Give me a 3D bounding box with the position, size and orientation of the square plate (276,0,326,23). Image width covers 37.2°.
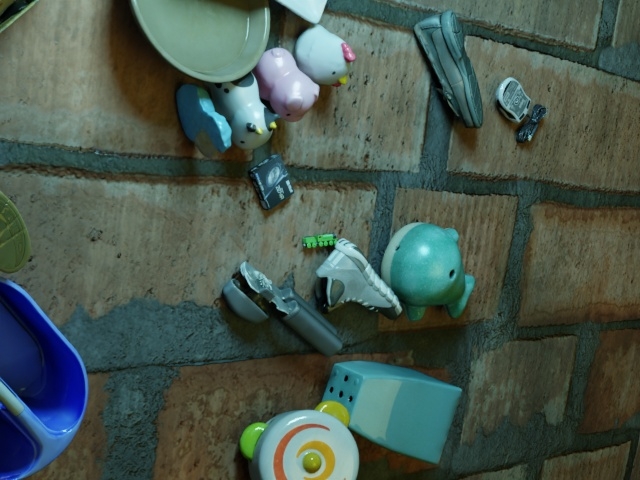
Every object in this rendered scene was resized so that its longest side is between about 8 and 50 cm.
[{"bbox_3d":[-0.058,-0.569,1.543,0.347,0.049,0.343,14,97,-55],"label":"square plate"}]

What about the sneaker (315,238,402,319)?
[{"bbox_3d":[0.060,0.110,1.878,0.132,0.086,0.228,-45,124,-10],"label":"sneaker"}]

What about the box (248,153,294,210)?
[{"bbox_3d":[-0.089,-0.106,1.730,0.067,0.018,0.083,-36,121,-28],"label":"box"}]

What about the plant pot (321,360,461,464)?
[{"bbox_3d":[0.129,0.335,1.928,0.234,0.166,0.165,20,87,-36],"label":"plant pot"}]

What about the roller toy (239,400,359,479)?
[{"bbox_3d":[-0.029,0.412,1.774,0.209,0.146,0.191,-16,83,-18],"label":"roller toy"}]

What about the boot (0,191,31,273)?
[{"bbox_3d":[-0.498,-0.047,1.299,0.077,0.165,0.213,-50,121,-28],"label":"boot"}]

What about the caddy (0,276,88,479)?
[{"bbox_3d":[-0.488,0.192,1.356,0.241,0.179,0.341,-47,126,-23],"label":"caddy"}]

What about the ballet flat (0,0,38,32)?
[{"bbox_3d":[-0.467,-0.323,1.295,0.348,0.123,0.123,-49,127,-20],"label":"ballet flat"}]

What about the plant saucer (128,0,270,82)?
[{"bbox_3d":[-0.196,-0.383,1.515,0.278,0.041,0.277,9,76,-42],"label":"plant saucer"}]

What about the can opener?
[{"bbox_3d":[-0.074,0.140,1.783,0.095,0.076,0.283,-37,129,11],"label":"can opener"}]

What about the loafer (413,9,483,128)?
[{"bbox_3d":[0.267,-0.344,1.951,0.096,0.084,0.267,-69,144,-48],"label":"loafer"}]

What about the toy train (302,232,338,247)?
[{"bbox_3d":[0.000,0.000,1.832,0.083,0.017,0.023,-7,94,-39],"label":"toy train"}]

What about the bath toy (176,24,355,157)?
[{"bbox_3d":[-0.071,-0.261,1.637,0.348,0.129,0.151,-33,120,-31],"label":"bath toy"}]

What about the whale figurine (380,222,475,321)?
[{"bbox_3d":[0.249,0.076,1.978,0.272,0.141,0.216,36,76,-40],"label":"whale figurine"}]

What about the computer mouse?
[{"bbox_3d":[0.436,-0.300,2.117,0.193,0.042,0.106,38,80,-45],"label":"computer mouse"}]
